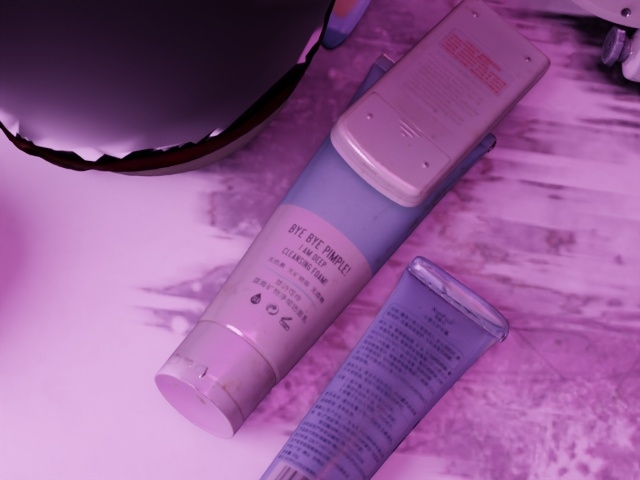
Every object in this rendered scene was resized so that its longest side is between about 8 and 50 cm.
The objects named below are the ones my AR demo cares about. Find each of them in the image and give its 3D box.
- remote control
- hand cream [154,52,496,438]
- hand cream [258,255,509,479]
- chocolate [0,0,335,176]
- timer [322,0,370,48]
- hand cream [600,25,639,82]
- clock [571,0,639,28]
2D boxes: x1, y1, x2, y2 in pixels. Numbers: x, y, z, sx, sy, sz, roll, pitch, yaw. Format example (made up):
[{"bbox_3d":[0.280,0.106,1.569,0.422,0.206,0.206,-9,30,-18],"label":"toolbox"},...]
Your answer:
[{"bbox_3d":[0.089,-0.103,1.053,0.087,0.029,0.190,41,57,5],"label":"remote control"},{"bbox_3d":[0.000,0.000,1.023,0.111,0.070,0.312,38,64,4],"label":"hand cream"},{"bbox_3d":[0.030,0.125,0.989,0.088,0.055,0.256,36,69,9],"label":"hand cream"},{"bbox_3d":[-0.113,-0.171,0.970,0.284,0.186,0.283,-1,86,9],"label":"chocolate"},{"bbox_3d":[0.022,-0.297,1.049,0.175,0.175,0.255,29,73,-1],"label":"timer"},{"bbox_3d":[0.313,-0.125,1.119,0.194,0.042,0.067,16,64,-11],"label":"hand cream"},{"bbox_3d":[0.257,-0.269,1.047,0.230,0.230,0.083,20,37,-4],"label":"clock"}]
